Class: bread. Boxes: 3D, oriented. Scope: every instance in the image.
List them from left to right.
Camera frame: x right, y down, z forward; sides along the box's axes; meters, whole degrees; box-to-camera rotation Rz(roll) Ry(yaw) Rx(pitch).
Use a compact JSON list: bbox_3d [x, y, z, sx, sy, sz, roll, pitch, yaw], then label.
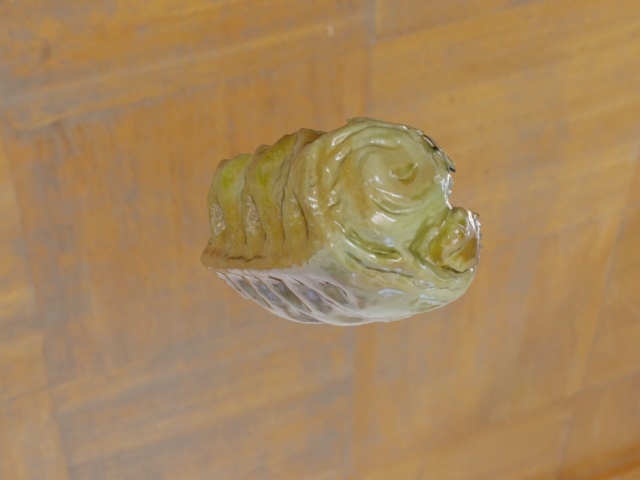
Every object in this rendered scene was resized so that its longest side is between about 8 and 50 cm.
[{"bbox_3d":[0.000,0.000,0.837,0.128,0.232,0.088,48,65,-14],"label":"bread"}]
